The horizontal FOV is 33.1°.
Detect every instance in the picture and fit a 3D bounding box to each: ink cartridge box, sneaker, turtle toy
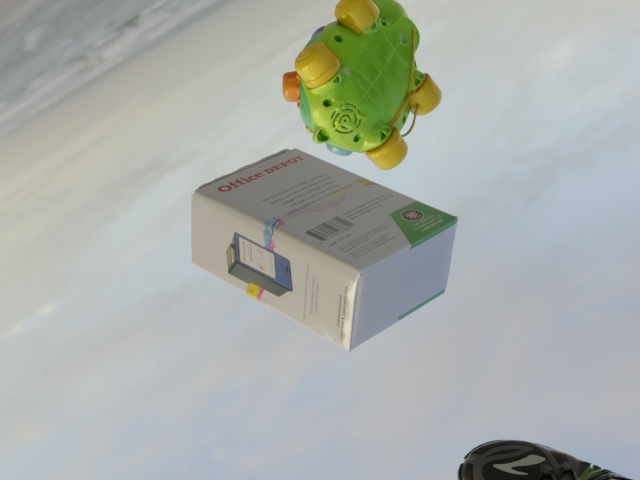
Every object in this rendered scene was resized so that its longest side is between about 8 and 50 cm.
[{"bbox_3d":[0.000,0.000,1.044,0.212,0.093,0.154,27,-144,32],"label":"ink cartridge box"},{"bbox_3d":[0.193,0.186,0.781,0.188,0.078,0.067,17,-112,18],"label":"sneaker"},{"bbox_3d":[0.025,-0.107,0.684,0.066,0.095,0.130,-7,-138,50],"label":"turtle toy"}]
